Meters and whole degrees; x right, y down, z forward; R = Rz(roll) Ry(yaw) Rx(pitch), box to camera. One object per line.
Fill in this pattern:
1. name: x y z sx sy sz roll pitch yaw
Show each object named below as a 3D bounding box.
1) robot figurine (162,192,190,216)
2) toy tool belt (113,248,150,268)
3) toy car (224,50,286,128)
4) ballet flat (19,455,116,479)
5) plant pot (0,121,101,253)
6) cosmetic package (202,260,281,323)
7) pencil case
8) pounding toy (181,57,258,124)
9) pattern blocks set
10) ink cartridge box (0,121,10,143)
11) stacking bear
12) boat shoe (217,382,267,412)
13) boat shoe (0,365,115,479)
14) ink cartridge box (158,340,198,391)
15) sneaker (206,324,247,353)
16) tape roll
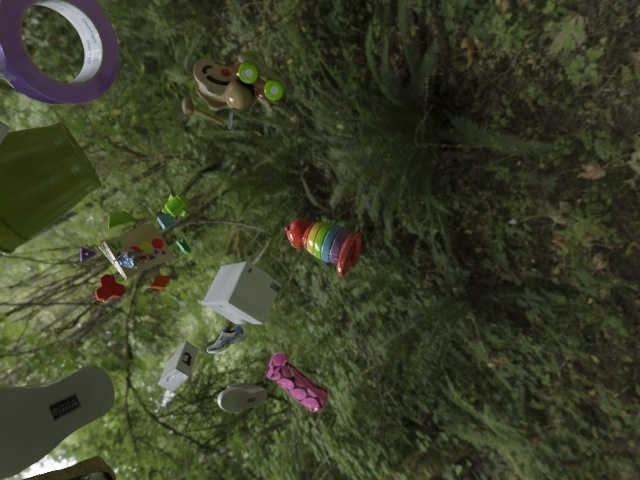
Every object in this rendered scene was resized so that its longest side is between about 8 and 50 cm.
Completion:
1. robot figurine: -0.600 -0.146 1.804 0.101 0.115 0.067 48 172 5
2. toy tool belt: -0.476 0.048 1.089 0.083 0.051 0.052 1 103 26
3. toy car: -0.196 -0.390 1.171 0.148 0.188 0.155 29 -154 -24
4. ballet flat: -0.616 0.600 1.009 0.123 0.123 0.348 51 -175 18
5. plant pot: -0.935 -0.200 1.398 0.366 0.352 0.366 52 161 25
6. cosmetic package: -0.258 0.175 1.418 0.151 0.152 0.183 38 150 -28
7. pencil case: -0.065 0.427 1.294 0.098 0.095 0.209 -31 116 37
8. pounding toy: -0.331 -0.494 1.432 0.155 0.269 0.154 109 143 -63
9. pattern blocks set: -0.572 0.033 1.354 0.026 0.324 0.286 -41 73 45
10. ink cartridge box: -0.814 -0.263 0.911 0.198 0.115 0.273 30 173 -25
11. stacking bear: 0.000 0.000 1.694 0.288 0.175 0.164 20 113 20
12. boat shoe: -0.274 0.517 1.443 0.081 0.079 0.227 13 173 33
13. boat shoe: -0.358 0.213 0.506 0.267 0.088 0.096 6 -120 -84
14. ink cartridge box: -0.609 0.541 1.860 0.072 0.127 0.175 42 -162 -19
15. sneaker: -0.311 0.316 1.403 0.058 0.135 0.052 67 168 -13
16. tape roll: -0.634 -0.470 1.038 0.090 0.275 0.275 10 139 34
